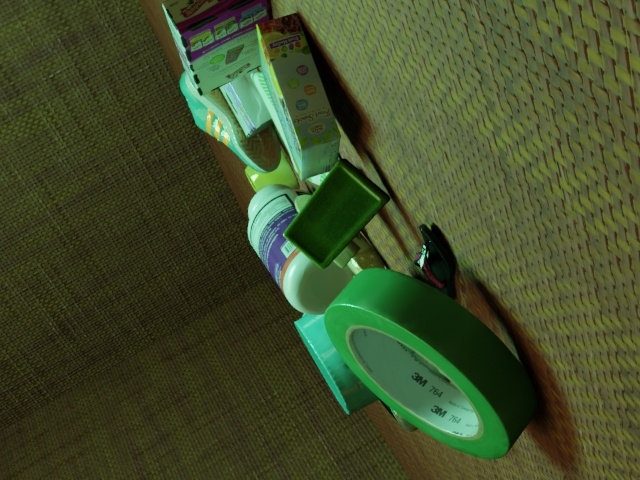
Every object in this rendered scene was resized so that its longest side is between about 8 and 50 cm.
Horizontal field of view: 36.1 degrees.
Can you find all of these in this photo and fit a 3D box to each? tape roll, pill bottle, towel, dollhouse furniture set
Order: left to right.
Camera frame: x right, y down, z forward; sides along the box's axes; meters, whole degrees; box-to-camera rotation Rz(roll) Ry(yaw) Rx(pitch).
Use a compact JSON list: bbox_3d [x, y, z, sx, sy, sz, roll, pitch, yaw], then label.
[{"bbox_3d":[-0.044,0.007,2.130,0.323,0.181,0.181,53,169,50],"label":"pill bottle"},{"bbox_3d":[-0.035,-0.199,1.840,0.248,0.038,0.325,64,172,-22],"label":"towel"},{"bbox_3d":[0.111,0.020,1.577,0.301,0.151,0.197,41,-170,3],"label":"dollhouse furniture set"},{"bbox_3d":[0.152,0.177,1.397,0.321,0.077,0.321,34,157,17],"label":"tape roll"}]

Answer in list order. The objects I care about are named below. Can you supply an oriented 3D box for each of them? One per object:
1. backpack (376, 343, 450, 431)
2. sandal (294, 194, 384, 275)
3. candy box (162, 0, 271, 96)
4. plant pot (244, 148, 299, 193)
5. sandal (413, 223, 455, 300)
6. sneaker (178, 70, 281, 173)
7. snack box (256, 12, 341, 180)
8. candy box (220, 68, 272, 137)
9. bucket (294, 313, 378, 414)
[{"bbox_3d":[0.156,0.231,1.712,0.188,0.144,0.166,66,-168,5],"label":"backpack"},{"bbox_3d":[0.048,-0.032,1.865,0.240,0.088,0.079,49,137,26],"label":"sandal"},{"bbox_3d":[-0.164,-0.350,1.647,0.071,0.159,0.233,60,172,15],"label":"candy box"},{"bbox_3d":[-0.126,-0.163,2.370,0.134,0.095,0.134,59,172,13],"label":"plant pot"},{"bbox_3d":[0.161,0.043,1.405,0.067,0.040,0.179,56,171,35],"label":"sandal"},{"bbox_3d":[-0.210,-0.274,2.262,0.302,0.108,0.121,51,152,-8],"label":"sneaker"},{"bbox_3d":[-0.034,-0.215,1.506,0.174,0.070,0.207,97,155,-79],"label":"snack box"},{"bbox_3d":[-0.160,-0.316,2.110,0.165,0.070,0.196,61,172,-5],"label":"candy box"},{"bbox_3d":[0.078,0.236,2.174,0.281,0.183,0.281,59,173,12],"label":"bucket"}]
